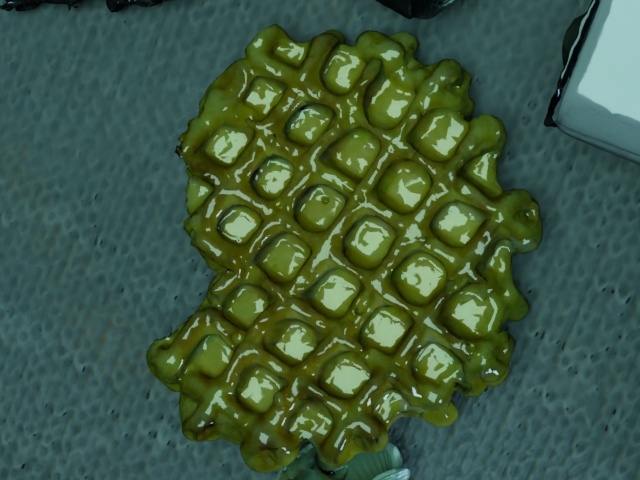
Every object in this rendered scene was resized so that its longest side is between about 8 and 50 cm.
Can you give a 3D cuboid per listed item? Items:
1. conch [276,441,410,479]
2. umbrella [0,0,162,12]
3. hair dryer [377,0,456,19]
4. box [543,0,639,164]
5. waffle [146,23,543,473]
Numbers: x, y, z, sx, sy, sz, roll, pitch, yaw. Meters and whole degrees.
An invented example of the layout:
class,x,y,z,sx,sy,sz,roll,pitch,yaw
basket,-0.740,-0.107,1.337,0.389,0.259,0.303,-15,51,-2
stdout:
class,x,y,z,sx,sy,sz,roll,pitch,yaw
conch,0.012,0.157,0.976,0.085,0.057,0.076,-29,57,-15
umbrella,-0.128,-0.158,0.997,0.143,0.037,0.040,-2,80,16
hair dryer,0.080,-0.279,0.939,0.271,0.091,0.235,-34,75,1
box,0.298,-0.044,0.830,0.369,0.190,0.112,23,98,10
waffle,0.000,0.000,0.960,0.249,0.056,0.253,-22,85,8
